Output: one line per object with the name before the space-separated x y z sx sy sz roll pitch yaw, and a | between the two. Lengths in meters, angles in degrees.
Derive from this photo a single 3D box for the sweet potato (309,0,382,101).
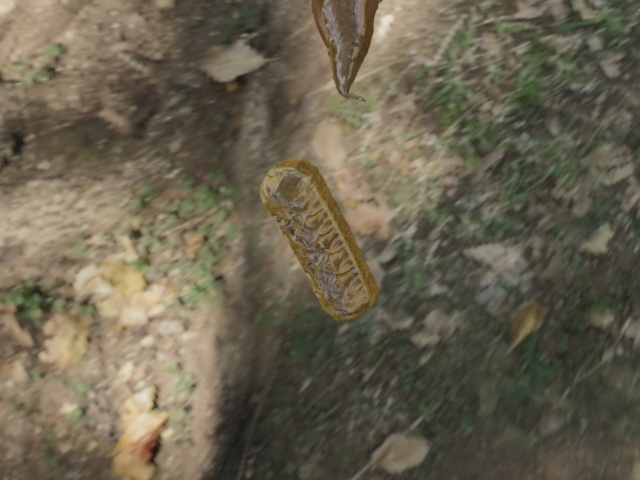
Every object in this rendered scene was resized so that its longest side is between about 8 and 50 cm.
sweet potato | 0.018 -0.148 0.884 0.056 0.195 0.056 2 143 1

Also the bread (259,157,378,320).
bread | 0.000 0.000 1.338 0.044 0.052 0.157 19 145 49
